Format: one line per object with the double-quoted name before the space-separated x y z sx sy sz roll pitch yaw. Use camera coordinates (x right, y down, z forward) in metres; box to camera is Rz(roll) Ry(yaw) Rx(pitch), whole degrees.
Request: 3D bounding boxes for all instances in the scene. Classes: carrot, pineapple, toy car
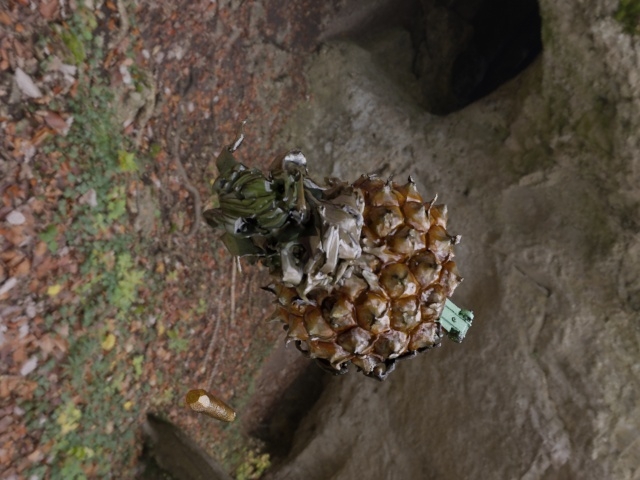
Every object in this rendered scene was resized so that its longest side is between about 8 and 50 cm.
"carrot" -0.202 0.313 1.077 0.042 0.042 0.171 -44 151 -10
"pineapple" 0.000 0.000 0.595 0.262 0.262 0.271 -47 149 4
"toy car" 0.243 0.145 1.174 0.073 0.143 0.054 -55 -174 -28

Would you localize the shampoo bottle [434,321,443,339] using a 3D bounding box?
"shampoo bottle" 0.148 0.053 0.884 0.065 0.205 0.065 -9 163 -3
